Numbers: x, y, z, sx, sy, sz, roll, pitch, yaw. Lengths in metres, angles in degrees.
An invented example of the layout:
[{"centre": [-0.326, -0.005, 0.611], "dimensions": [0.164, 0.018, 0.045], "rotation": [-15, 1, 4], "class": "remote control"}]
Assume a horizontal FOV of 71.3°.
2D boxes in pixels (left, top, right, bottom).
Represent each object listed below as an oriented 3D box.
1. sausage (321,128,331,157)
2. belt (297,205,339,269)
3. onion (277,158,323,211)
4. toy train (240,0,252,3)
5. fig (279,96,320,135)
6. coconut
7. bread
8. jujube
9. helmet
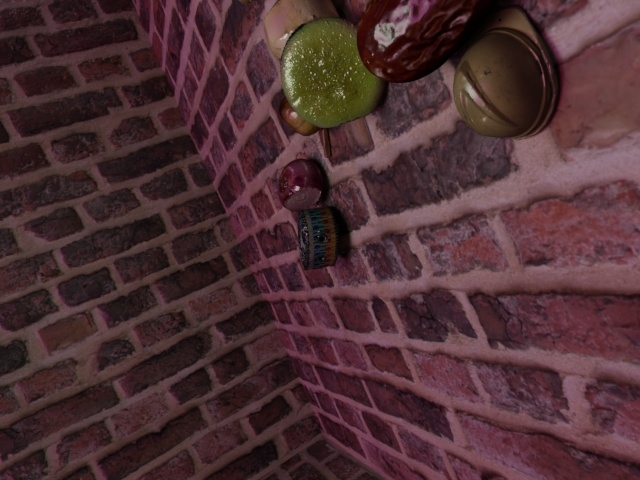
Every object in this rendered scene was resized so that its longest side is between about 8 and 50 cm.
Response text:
[{"centre": [0.019, -0.356, 1.607], "dimensions": [0.026, 0.026, 0.116], "rotation": [35, 141, 50], "class": "sausage"}, {"centre": [0.000, 0.000, 1.813], "dimensions": [0.207, 0.160, 0.295], "rotation": [-111, 15, -47], "class": "belt"}, {"centre": [-0.083, -0.230, 1.765], "dimensions": [0.201, 0.200, 0.207], "rotation": [58, 168, 16], "class": "onion"}, {"centre": [-0.243, -0.925, 1.525], "dimensions": [0.285, 0.116, 0.177], "rotation": [14, 137, 60], "class": "toy train"}, {"centre": [-0.036, -0.441, 1.507], "dimensions": [0.160, 0.143, 0.230], "rotation": [42, 159, -27], "class": "fig"}, {"centre": [-0.054, -0.620, 1.284], "dimensions": [0.237, 0.236, 0.197], "rotation": [63, -169, 7], "class": "coconut"}, {"centre": [0.032, -0.453, 1.218], "dimensions": [0.045, 0.301, 0.302], "rotation": [-77, -20, -59], "class": "bread"}, {"centre": [0.210, -0.455, 0.888], "dimensions": [0.318, 0.223, 0.223], "rotation": [-28, 87, 57], "class": "jujube"}, {"centre": [0.326, -0.306, 0.873], "dimensions": [0.258, 0.137, 0.204], "rotation": [66, 156, -1], "class": "helmet"}]
